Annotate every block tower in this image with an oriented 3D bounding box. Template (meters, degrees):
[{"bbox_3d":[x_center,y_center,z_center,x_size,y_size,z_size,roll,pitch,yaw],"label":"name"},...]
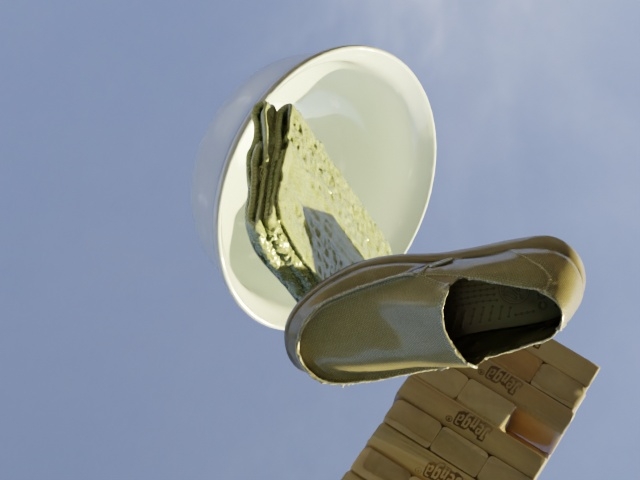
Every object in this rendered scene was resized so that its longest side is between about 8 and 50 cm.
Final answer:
[{"bbox_3d":[0.029,0.185,0.681,0.097,0.091,0.335,31,-123,14],"label":"block tower"}]

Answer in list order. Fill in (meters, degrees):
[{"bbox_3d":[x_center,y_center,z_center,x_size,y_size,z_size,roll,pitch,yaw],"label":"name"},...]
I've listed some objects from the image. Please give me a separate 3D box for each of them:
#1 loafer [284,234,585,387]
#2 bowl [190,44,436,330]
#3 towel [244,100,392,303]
[{"bbox_3d":[0.051,0.034,0.612,0.148,0.050,0.056,-18,-75,11],"label":"loafer"},{"bbox_3d":[-0.030,-0.068,1.341,0.298,0.298,0.134,-32,-140,-31],"label":"bowl"},{"bbox_3d":[0.000,0.000,0.741,0.148,0.027,0.110,52,-150,-37],"label":"towel"}]
